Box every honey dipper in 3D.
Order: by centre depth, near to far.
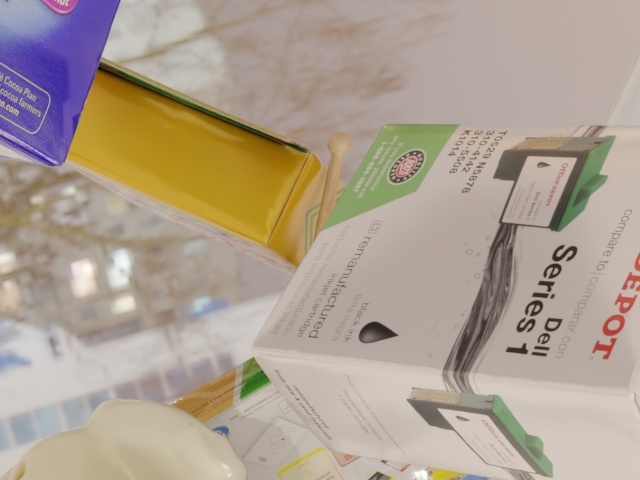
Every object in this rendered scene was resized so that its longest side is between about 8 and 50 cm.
[{"bbox_3d":[0.000,0.000,1.246,0.030,0.030,0.160,173,-71,-75],"label":"honey dipper"}]

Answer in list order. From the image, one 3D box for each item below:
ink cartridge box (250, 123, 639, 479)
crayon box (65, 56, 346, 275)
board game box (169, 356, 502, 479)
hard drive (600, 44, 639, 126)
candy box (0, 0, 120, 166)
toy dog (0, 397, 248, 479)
[{"bbox_3d":[0.102,0.028,0.824,0.219,0.160,0.092,2,-39,41],"label":"ink cartridge box"},{"bbox_3d":[-0.088,-0.051,1.328,0.081,0.202,0.318,-65,165,-4],"label":"crayon box"},{"bbox_3d":[0.053,0.213,1.407,0.316,0.242,0.064,61,-2,-20],"label":"board game box"},{"bbox_3d":[0.325,-0.008,1.465,0.233,0.353,0.047,27,-19,3],"label":"hard drive"},{"bbox_3d":[-0.181,-0.229,0.789,0.122,0.317,0.268,14,-11,31],"label":"candy box"},{"bbox_3d":[-0.228,0.323,1.168,0.395,0.408,0.284,13,-39,42],"label":"toy dog"}]
